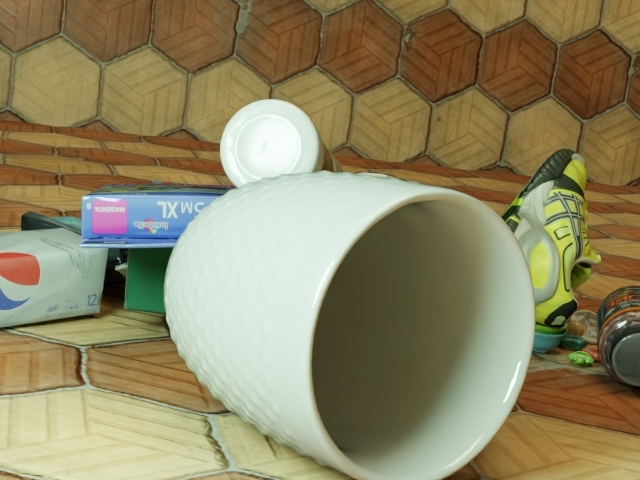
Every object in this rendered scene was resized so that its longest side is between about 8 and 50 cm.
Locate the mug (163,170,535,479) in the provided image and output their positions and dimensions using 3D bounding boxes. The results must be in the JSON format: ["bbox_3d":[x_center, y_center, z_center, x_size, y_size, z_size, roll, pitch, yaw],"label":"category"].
[{"bbox_3d":[0.032,0.088,1.290,0.374,0.276,0.328,33,-12,-36],"label":"mug"}]

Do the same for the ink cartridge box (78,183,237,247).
[{"bbox_3d":[-0.185,-0.033,1.547,0.185,0.065,0.311,1,8,-3],"label":"ink cartridge box"}]

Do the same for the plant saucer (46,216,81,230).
[{"bbox_3d":[-0.387,-0.013,2.132,0.192,0.018,0.067,18,15,43],"label":"plant saucer"}]

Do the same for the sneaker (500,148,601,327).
[{"bbox_3d":[0.328,0.003,1.849,0.147,0.145,0.385,34,41,3],"label":"sneaker"}]

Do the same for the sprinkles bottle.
[{"bbox_3d":[-0.039,-0.091,1.676,0.121,0.121,0.355,9,-5,8],"label":"sprinkles bottle"}]

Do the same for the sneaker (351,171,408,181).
[{"bbox_3d":[0.133,0.012,1.860,0.283,0.107,0.124,33,47,-8],"label":"sneaker"}]

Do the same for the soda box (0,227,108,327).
[{"bbox_3d":[-0.399,0.048,1.539,0.098,0.091,0.286,23,19,39],"label":"soda box"}]

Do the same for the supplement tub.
[{"bbox_3d":[0.417,0.129,1.680,0.106,0.106,0.198,9,13,9],"label":"supplement tub"}]

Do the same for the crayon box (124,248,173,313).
[{"bbox_3d":[-0.023,0.047,1.672,0.313,0.106,0.363,6,4,26],"label":"crayon box"}]

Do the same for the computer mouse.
[{"bbox_3d":[-0.311,0.032,1.761,0.272,0.072,0.188,19,-7,26],"label":"computer mouse"}]

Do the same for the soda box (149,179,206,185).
[{"bbox_3d":[-0.238,-0.074,2.449,0.183,0.063,0.058,5,11,-14],"label":"soda box"}]

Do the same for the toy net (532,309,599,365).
[{"bbox_3d":[0.368,0.130,1.822,0.122,0.045,0.232,13,11,28],"label":"toy net"}]
